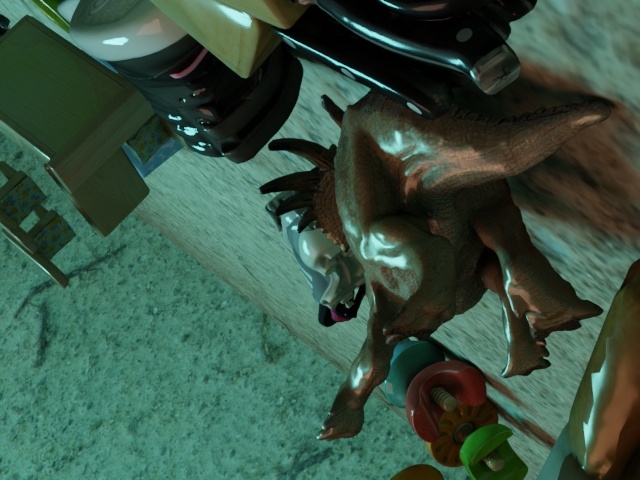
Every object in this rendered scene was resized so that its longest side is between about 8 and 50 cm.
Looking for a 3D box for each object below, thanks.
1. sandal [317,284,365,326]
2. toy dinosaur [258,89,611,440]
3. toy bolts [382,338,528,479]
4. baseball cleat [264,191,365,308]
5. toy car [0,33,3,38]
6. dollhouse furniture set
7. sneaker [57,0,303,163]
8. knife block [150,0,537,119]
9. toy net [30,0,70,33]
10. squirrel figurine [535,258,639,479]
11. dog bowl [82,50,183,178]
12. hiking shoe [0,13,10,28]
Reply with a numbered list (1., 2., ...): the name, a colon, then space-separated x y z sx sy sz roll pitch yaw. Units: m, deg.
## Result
1. sandal: 0.027 0.067 1.292 0.040 0.067 0.179 26 166 12
2. toy dinosaur: 0.045 -0.023 0.591 0.296 0.127 0.200 105 153 -63
3. toy bolts: 0.114 0.224 1.351 0.158 0.218 0.228 39 156 53
4. baseball cleat: 0.000 0.000 1.094 0.109 0.072 0.206 51 171 17
5. toy car: -0.564 -0.312 1.680 0.182 0.159 0.136 36 133 46
6. dollhouse furniture set: -0.222 -0.078 1.081 0.161 0.212 0.242 35 164 29
7. sneaker: -0.060 -0.110 0.622 0.147 0.104 0.296 41 178 -20
8. knife block: -0.039 -0.150 0.348 0.275 0.088 0.242 40 171 -2
9. toy net: -0.156 -0.158 0.956 0.232 0.045 0.122 37 171 14
10. squirrel figurine: 0.277 0.240 0.587 0.370 0.281 0.397 25 171 18
11. dog bowl: -0.257 -0.144 1.369 0.166 0.074 0.297 41 171 -12
12. hiking shoe: -0.510 -0.332 1.341 0.304 0.113 0.132 34 169 35
